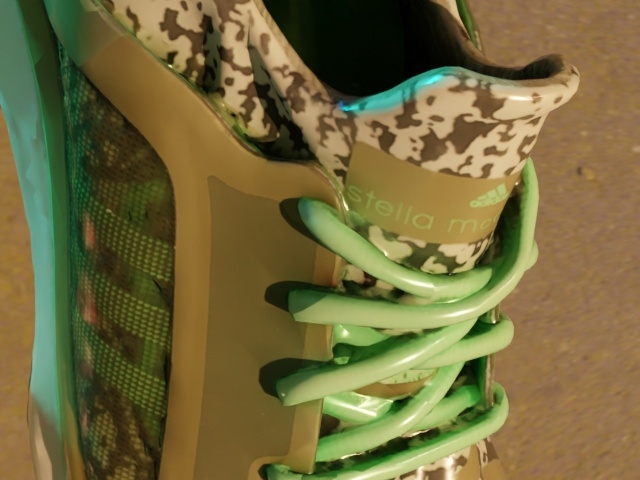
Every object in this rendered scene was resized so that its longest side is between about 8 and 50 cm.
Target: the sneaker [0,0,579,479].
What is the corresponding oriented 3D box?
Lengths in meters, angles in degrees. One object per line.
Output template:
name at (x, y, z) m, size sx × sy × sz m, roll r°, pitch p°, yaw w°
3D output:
sneaker at (0.000, 0.000, 0.465) m, size 0.182 × 0.158 × 0.410 m, roll -1°, pitch 109°, yaw 59°
